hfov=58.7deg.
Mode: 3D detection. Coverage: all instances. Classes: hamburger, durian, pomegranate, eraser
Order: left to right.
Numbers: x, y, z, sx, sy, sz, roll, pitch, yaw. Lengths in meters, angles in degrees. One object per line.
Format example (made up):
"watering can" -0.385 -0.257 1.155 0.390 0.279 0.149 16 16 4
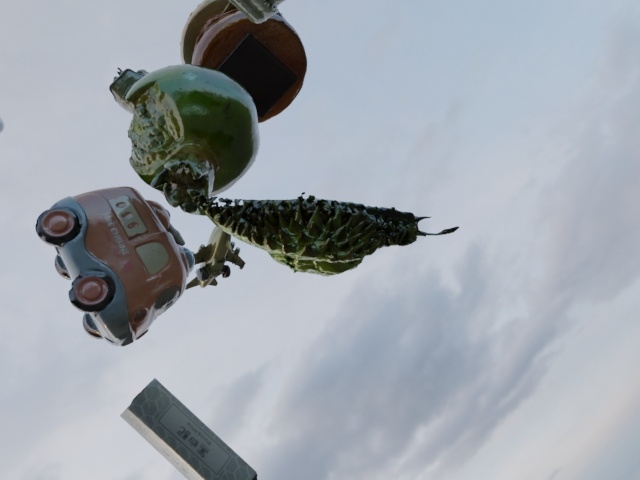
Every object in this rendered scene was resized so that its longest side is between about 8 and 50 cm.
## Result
"pomegranate" -0.206 -0.157 0.933 0.236 0.301 0.235 -8 -50 -10
"eraser" -0.273 0.492 1.296 0.096 0.404 0.098 -47 3 -41
"hamburger" -0.178 -0.424 1.314 0.291 0.225 0.290 -14 -50 -18
"durian" 0.001 -0.007 0.777 0.376 0.106 0.132 7 -20 -10

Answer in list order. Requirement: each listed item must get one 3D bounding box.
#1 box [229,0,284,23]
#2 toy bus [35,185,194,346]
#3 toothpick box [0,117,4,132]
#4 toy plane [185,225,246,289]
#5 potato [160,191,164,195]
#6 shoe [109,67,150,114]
"box" -0.024 -0.433 0.558 0.344 0.177 0.352 -30 -10 15
"toy bus" -0.362 0.036 1.044 0.232 0.287 0.194 -27 -16 -27
"toothpick box" -0.799 -0.192 1.062 0.316 0.229 0.229 -45 -37 -7
"toy plane" -0.299 0.050 1.591 0.242 0.104 0.256 -4 -34 -40
"potato" -0.396 -0.203 1.508 0.146 0.233 0.150 -25 -30 -23
"shoe" -0.393 -0.329 1.275 0.109 0.293 0.149 -45 -71 1
